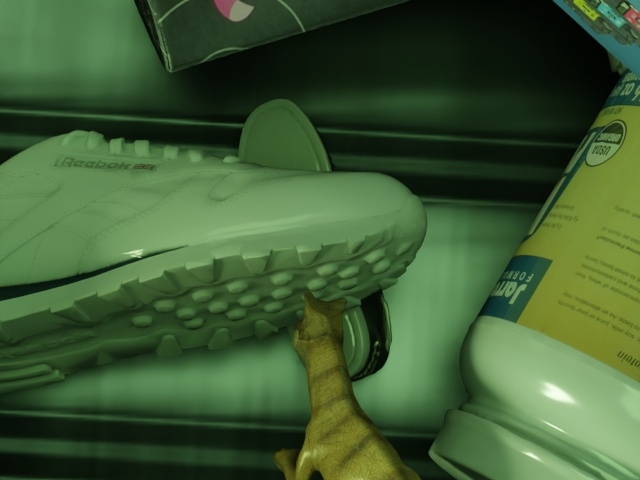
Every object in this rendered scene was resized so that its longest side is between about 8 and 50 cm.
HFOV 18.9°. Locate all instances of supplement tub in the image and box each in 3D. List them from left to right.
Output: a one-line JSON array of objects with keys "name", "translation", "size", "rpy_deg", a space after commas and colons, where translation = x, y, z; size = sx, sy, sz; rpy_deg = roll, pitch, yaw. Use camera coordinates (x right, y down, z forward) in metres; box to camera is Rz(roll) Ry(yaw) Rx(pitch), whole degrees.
[{"name": "supplement tub", "translation": [0.146, 0.032, 0.775], "size": [0.144, 0.144, 0.199], "rpy_deg": [31, 81, 3]}]

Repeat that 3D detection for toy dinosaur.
[{"name": "toy dinosaur", "translation": [0.028, 0.110, 0.712], "size": [0.064, 0.112, 0.211], "rpy_deg": [-8, 48, -40]}]

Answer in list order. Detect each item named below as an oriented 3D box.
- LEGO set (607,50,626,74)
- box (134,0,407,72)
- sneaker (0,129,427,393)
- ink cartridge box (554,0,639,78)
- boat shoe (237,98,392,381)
[{"name": "LEGO set", "translation": [0.232, -0.107, 0.830], "size": [0.227, 0.087, 0.093], "rpy_deg": [-12, 81, -3]}, {"name": "box", "translation": [0.027, -0.186, 0.782], "size": [0.247, 0.142, 0.163], "rpy_deg": [-17, 110, -4]}, {"name": "sneaker", "translation": [-0.074, -0.006, 0.790], "size": [0.235, 0.090, 0.094], "rpy_deg": [-10, 63, 9]}, {"name": "ink cartridge box", "translation": [0.222, -0.142, 0.637], "size": [0.395, 0.151, 0.270], "rpy_deg": [41, 90, -5]}, {"name": "boat shoe", "translation": [0.000, 0.000, 0.830], "size": [0.046, 0.038, 0.125], "rpy_deg": [-25, 78, 26]}]
